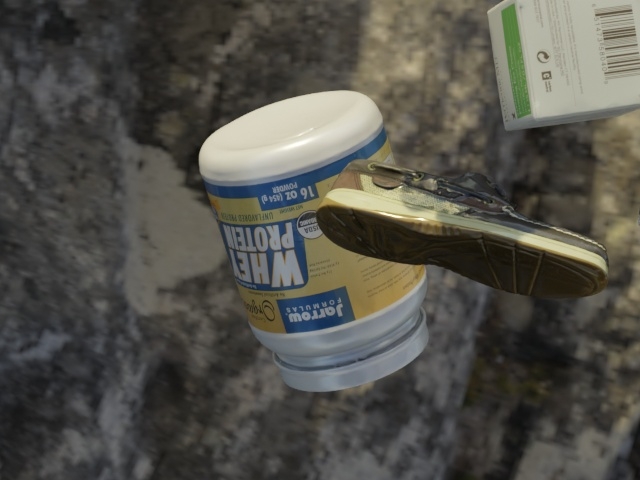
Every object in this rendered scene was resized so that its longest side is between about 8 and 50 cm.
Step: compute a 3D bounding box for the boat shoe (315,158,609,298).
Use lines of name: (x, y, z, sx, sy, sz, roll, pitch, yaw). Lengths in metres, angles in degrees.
boat shoe: (0.075, -0.011, 0.877, 0.056, 0.152, 0.049, 85, 23, -59)

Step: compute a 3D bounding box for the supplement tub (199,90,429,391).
supplement tub: (0.000, 0.000, 1.327, 0.144, 0.144, 0.200, -27, 111, -27)

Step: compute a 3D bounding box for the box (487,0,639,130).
box: (0.192, -0.143, 1.330, 0.102, 0.087, 0.101, -9, 89, -9)

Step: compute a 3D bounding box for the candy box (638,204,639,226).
candy box: (0.346, -0.044, 1.194, 0.165, 0.196, 0.070, -40, 140, -38)
